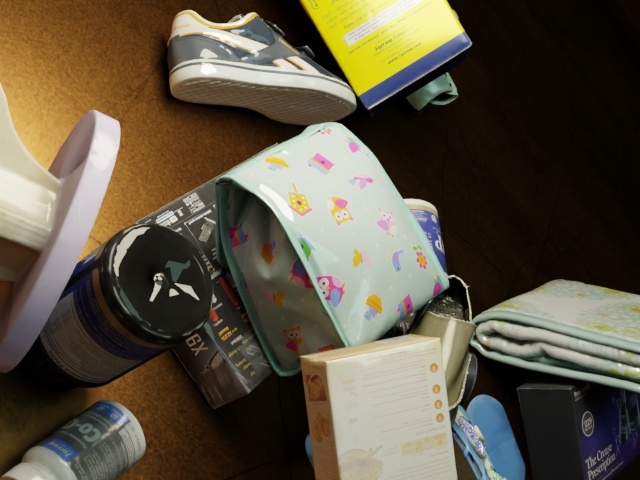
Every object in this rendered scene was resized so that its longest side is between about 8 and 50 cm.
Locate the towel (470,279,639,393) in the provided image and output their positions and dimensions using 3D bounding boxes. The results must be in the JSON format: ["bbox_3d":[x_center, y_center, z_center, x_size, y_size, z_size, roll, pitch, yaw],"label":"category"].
[{"bbox_3d":[0.480,0.159,1.531,0.320,0.374,0.090,-11,109,-50],"label":"towel"}]

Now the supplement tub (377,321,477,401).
[{"bbox_3d":[0.110,0.164,1.257,0.197,0.106,0.106,15,52,-8],"label":"supplement tub"}]

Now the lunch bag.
[{"bbox_3d":[0.000,0.000,1.123,0.223,0.160,0.262,-32,97,-43],"label":"lunch bag"}]

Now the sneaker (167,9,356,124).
[{"bbox_3d":[-0.078,-0.258,1.358,0.321,0.126,0.128,7,68,-42],"label":"sneaker"}]

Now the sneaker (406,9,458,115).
[{"bbox_3d":[0.212,-0.330,1.726,0.151,0.094,0.256,50,50,-2],"label":"sneaker"}]

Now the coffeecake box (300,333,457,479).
[{"bbox_3d":[0.065,0.206,0.997,0.142,0.068,0.186,-8,92,-26],"label":"coffeecake box"}]

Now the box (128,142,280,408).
[{"bbox_3d":[-0.094,0.033,1.201,0.242,0.076,0.307,57,40,-4],"label":"box"}]

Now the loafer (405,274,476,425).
[{"bbox_3d":[0.142,0.131,1.150,0.094,0.087,0.251,15,37,1],"label":"loafer"}]

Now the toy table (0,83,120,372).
[{"bbox_3d":[-0.323,-0.025,0.888,0.160,0.252,0.274,26,77,-28],"label":"toy table"}]

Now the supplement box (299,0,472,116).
[{"bbox_3d":[0.069,-0.405,1.495,0.357,0.195,0.194,59,6,0],"label":"supplement box"}]

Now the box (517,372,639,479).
[{"bbox_3d":[0.445,0.298,1.545,0.261,0.103,0.184,-15,94,-49],"label":"box"}]

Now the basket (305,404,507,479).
[{"bbox_3d":[0.114,0.320,1.141,0.289,0.201,0.255,-9,66,-56],"label":"basket"}]

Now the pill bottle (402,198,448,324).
[{"bbox_3d":[0.137,0.042,1.408,0.112,0.112,0.187,18,55,-39],"label":"pill bottle"}]

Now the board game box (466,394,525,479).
[{"bbox_3d":[0.260,0.325,1.427,0.133,0.033,0.169,-13,81,-54],"label":"board game box"}]

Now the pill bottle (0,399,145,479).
[{"bbox_3d":[-0.248,0.225,0.922,0.078,0.078,0.137,58,39,-2],"label":"pill bottle"}]

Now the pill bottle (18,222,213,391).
[{"bbox_3d":[-0.218,0.077,0.933,0.122,0.219,0.123,24,51,-35],"label":"pill bottle"}]
